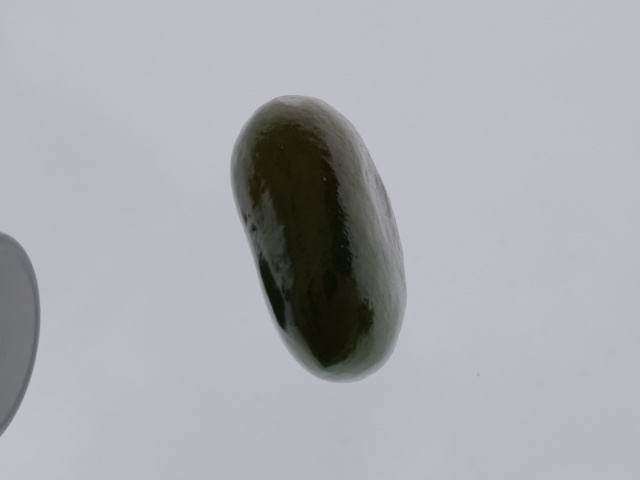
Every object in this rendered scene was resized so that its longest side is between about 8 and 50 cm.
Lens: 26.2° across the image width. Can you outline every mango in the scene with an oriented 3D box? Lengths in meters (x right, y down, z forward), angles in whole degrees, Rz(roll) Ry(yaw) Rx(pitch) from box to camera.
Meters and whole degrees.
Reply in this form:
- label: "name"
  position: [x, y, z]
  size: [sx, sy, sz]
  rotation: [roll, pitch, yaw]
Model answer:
- label: "mango"
  position: [0.003, 0.002, 0.892]
  size: [0.091, 0.137, 0.237]
  rotation: [-26, -129, 19]

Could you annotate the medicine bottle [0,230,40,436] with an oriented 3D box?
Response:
- label: "medicine bottle"
  position: [-0.410, 0.058, 1.078]
  size: [0.339, 0.208, 0.208]
  rotation: [7, -95, 15]
